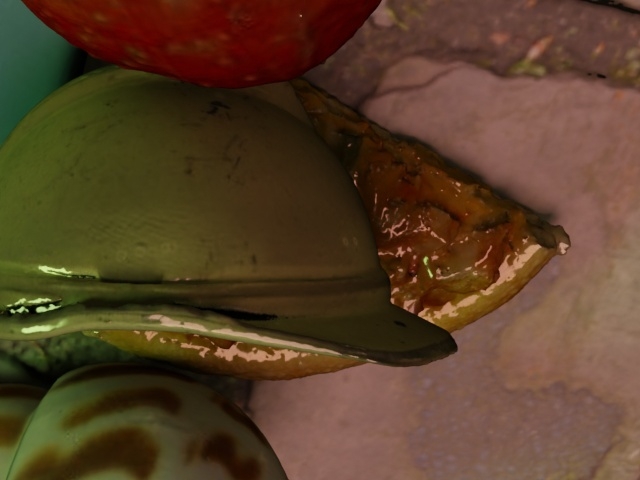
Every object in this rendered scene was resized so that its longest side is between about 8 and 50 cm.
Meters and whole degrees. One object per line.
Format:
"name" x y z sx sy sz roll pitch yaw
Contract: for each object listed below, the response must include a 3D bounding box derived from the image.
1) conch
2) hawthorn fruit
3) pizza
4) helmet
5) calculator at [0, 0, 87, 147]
"conch" -0.136 0.143 1.020 0.275 0.149 0.183 -2 145 3
"hawthorn fruit" -0.048 -0.166 0.774 0.215 0.215 0.250 -21 141 7
"pizza" 0.000 0.000 0.993 0.292 0.058 0.197 -6 128 -5
"helmet" -0.058 -0.020 0.860 0.257 0.204 0.137 3 93 1
"calculator" -0.212 -0.078 0.901 0.173 0.051 0.293 11 125 -16
